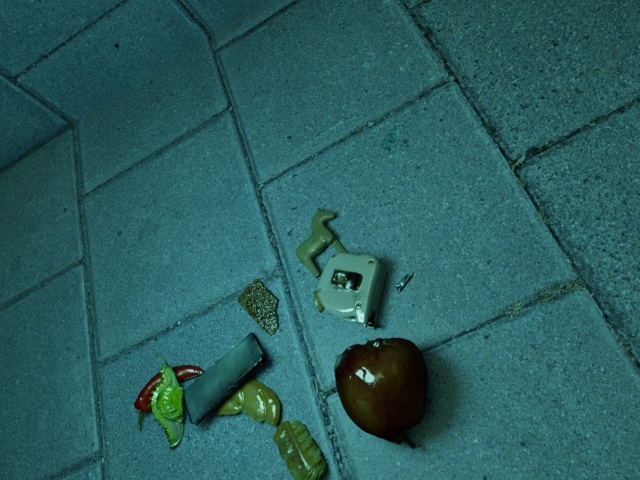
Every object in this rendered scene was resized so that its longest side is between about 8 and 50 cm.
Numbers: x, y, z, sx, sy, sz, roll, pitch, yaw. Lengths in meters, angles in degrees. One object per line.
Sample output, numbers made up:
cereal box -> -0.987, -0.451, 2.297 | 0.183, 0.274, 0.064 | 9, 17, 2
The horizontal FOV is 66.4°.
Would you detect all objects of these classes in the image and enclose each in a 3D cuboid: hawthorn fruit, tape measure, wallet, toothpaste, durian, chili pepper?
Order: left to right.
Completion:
chili pepper -> -0.652, 0.612, 2.021 | 0.368, 0.092, 0.137 | -42, 64, 5
durian -> -0.603, 0.634, 1.929 | 0.132, 0.106, 0.375 | -8, 86, -3
wallet -> -0.377, 0.530, 1.908 | 0.379, 0.046, 0.191 | -42, 36, 0
tape measure -> 0.119, 0.178, 1.823 | 0.265, 0.130, 0.258 | 6, 74, 27
hawthorn fruit -> 0.202, 0.471, 1.583 | 0.308, 0.325, 0.308 | -5, 25, 2
toothpaste -> 0.311, 0.151, 1.808 | 0.027, 0.019, 0.083 | 41, 90, 8

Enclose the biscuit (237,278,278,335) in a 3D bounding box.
biscuit -> -0.236, 0.270, 2.007 | 0.237, 0.026, 0.131 | 39, 90, 33

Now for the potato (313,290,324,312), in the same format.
potato -> -0.002, 0.231, 1.909 | 0.036, 0.037, 0.093 | -21, 61, 10

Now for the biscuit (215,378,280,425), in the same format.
biscuit -> -0.278, 0.609, 1.873 | 0.299, 0.045, 0.154 | 0, 68, 25

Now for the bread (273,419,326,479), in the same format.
bread -> -0.075, 0.737, 1.705 | 0.128, 0.088, 0.232 | -39, 53, -4

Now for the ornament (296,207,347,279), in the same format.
ornament -> 0.000, 0.000, 1.991 | 0.230, 0.061, 0.245 | -41, 61, 2
